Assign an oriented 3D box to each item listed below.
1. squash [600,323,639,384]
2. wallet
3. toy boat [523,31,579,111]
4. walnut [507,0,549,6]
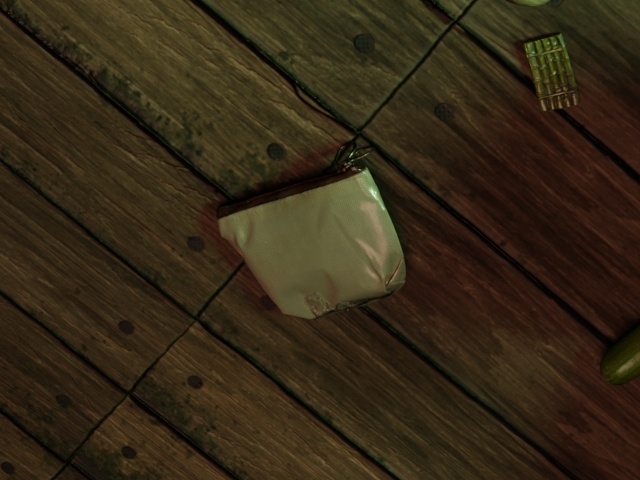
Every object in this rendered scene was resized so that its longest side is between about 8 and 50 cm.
[{"bbox_3d":[0.544,0.156,1.968,0.069,0.069,0.239,42,121,-7],"label":"squash"},{"bbox_3d":[-0.002,0.000,2.063,0.335,0.068,0.275,-18,107,32],"label":"wallet"},{"bbox_3d":[0.349,-0.252,1.840,0.063,0.016,0.115,-11,114,23],"label":"toy boat"},{"bbox_3d":[0.284,-0.408,1.709,0.140,0.140,0.162,-30,90,28],"label":"walnut"}]
